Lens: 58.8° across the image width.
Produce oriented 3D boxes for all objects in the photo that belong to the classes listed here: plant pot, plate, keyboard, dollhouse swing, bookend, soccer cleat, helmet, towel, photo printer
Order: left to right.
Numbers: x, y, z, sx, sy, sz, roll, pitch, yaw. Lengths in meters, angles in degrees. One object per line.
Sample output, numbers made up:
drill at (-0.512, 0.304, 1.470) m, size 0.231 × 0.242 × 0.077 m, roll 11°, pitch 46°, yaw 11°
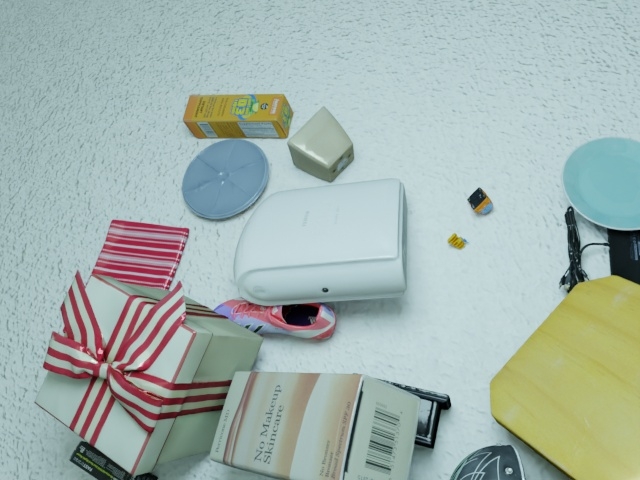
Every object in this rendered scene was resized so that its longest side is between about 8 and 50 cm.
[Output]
towel at (-0.402, 0.084, 1.181) m, size 0.199 × 0.031 × 0.274 m, roll 8°, pitch 66°, yaw 19°
soccer cleat at (-0.093, 0.134, 1.028) m, size 0.248 × 0.095 × 0.083 m, roll 2°, pitch 65°, yaw 17°
photo printer at (0.000, 0.000, 1.023) m, size 0.308 × 0.107 × 0.256 m, roll -5°, pitch 37°, yaw 14°
plant pot at (0.009, -0.186, 1.162) m, size 0.096 × 0.109 × 0.109 m, roll 41°, pitch 80°, yaw 17°
bookend at (0.111, 0.308, 0.894) m, size 0.156 × 0.072 × 0.157 m, roll 9°, pitch 67°, yaw 20°
helmet at (0.247, 0.372, 0.771) m, size 0.162 × 0.169 × 0.169 m, roll 34°, pitch 76°, yaw 10°
plate at (0.512, -0.097, 0.980) m, size 0.188 × 0.024 × 0.188 m, roll -4°, pitch 64°, yaw 8°
keyboard at (0.505, 0.012, 0.958) m, size 0.202 × 0.033 × 0.317 m, roll 4°, pitch 64°, yaw 11°
dollhouse swing at (0.479, 0.272, 0.800) m, size 0.347 × 0.315 × 0.305 m, roll -45°, pitch 20°, yaw -9°

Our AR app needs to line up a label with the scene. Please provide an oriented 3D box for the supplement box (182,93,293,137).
supplement box at (-0.184, -0.279, 1.277) m, size 0.234 × 0.080 × 0.078 m, roll 4°, pitch 67°, yaw 15°

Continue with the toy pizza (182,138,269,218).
toy pizza at (-0.204, -0.132, 1.234) m, size 0.201 × 0.032 × 0.201 m, roll -7°, pitch 63°, yaw 13°

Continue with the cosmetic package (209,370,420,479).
cosmetic package at (-0.017, 0.279, 0.833) m, size 0.296 × 0.129 × 0.153 m, roll -15°, pitch 53°, yaw 47°

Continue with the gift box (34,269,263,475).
gift box at (-0.277, 0.186, 0.926) m, size 0.255 × 0.258 × 0.276 m, roll 17°, pitch 87°, yaw 24°

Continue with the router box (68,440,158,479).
router box at (-0.352, 0.391, 0.972) m, size 0.122 × 0.092 × 0.038 m, roll 19°, pitch 70°, yaw 23°

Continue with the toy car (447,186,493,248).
toy car at (0.278, -0.039, 1.056) m, size 0.041 × 0.060 × 0.122 m, roll 35°, pitch 94°, yaw -16°
